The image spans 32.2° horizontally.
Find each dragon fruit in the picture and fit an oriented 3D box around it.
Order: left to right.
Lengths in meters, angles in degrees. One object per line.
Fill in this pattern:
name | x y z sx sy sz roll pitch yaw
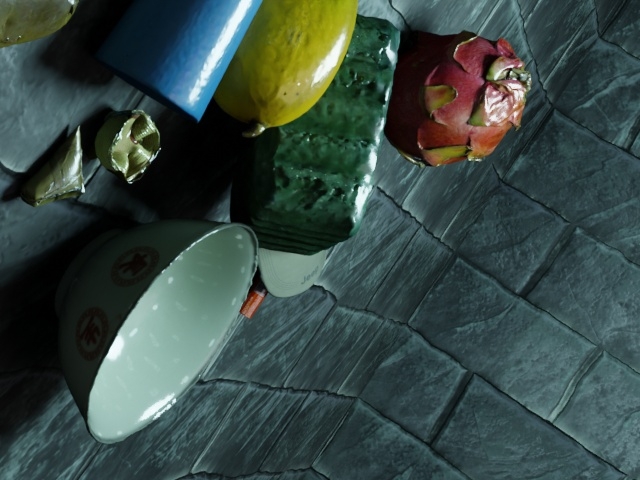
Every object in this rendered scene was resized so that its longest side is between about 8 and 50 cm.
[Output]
dragon fruit | 0.222 -0.250 1.940 0.250 0.250 0.315 -55 -155 -3

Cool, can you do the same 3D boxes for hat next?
hat | -0.233 -0.116 1.303 0.077 0.059 0.076 -55 146 -20
hat | 0.000 0.000 1.938 0.214 0.149 0.244 -46 135 -29

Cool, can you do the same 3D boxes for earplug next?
earplug | -0.121 -0.279 1.210 0.273 0.132 0.132 -59 162 -2

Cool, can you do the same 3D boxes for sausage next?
sausage | -0.104 0.079 2.000 0.129 0.034 0.034 -56 162 0

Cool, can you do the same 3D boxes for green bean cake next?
green bean cake | -0.023 -0.144 1.527 0.308 0.169 0.300 146 -46 -76

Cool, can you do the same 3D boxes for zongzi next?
zongzi | -0.298 -0.082 1.235 0.076 0.040 0.083 -24 132 -48

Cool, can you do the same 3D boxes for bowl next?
bowl | -0.243 0.083 1.459 0.337 0.158 0.337 -49 161 -23

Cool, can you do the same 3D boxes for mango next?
mango | -0.047 -0.270 1.330 0.119 0.177 0.316 116 -4 -78

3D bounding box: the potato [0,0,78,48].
potato | -0.282 -0.218 0.972 0.200 0.081 0.164 -32 152 -46
